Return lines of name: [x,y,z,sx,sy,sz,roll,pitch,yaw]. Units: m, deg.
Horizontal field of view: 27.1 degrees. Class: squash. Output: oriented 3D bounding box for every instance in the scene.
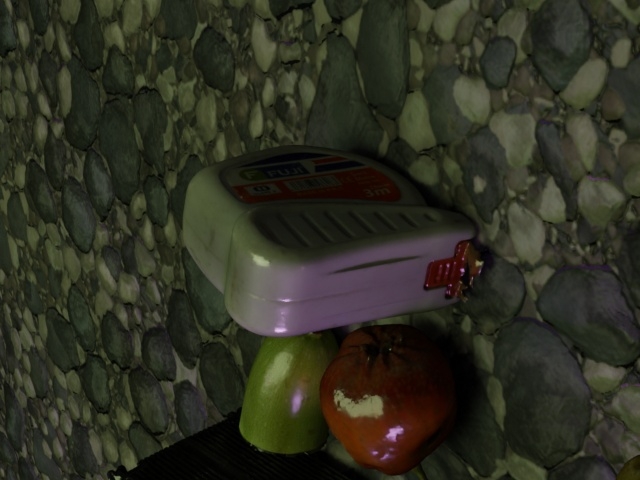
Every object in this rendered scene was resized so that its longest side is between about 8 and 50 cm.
squash: [-0.033,0.172,1.660,0.123,0.123,0.186,45,136,37]

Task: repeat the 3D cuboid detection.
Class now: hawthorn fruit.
hawthorn fruit: [0.103,0.227,1.505,0.165,0.165,0.285,14,137,52]

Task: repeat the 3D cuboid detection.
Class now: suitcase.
suitcase: [-0.091,0.371,1.718,0.335,0.230,0.152,24,128,48]

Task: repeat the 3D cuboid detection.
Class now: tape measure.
tape measure: [0.000,0.000,1.439,0.265,0.258,0.130,46,138,47]

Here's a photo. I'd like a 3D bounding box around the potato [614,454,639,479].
potato: [0.337,0.368,1.161,0.177,0.195,0.369,-13,93,23]
